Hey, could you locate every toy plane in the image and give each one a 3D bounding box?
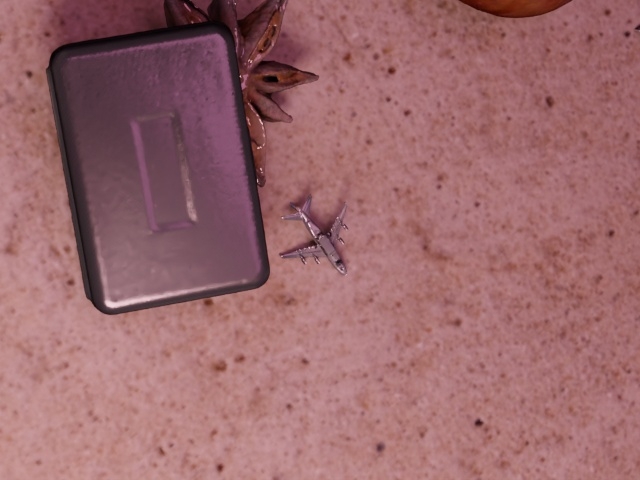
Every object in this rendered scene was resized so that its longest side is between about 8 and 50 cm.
[{"bbox_3d":[0.000,-0.001,1.654,0.078,0.024,0.084,-39,101,-9],"label":"toy plane"}]

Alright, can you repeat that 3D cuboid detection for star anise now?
[{"bbox_3d":[-0.083,-0.139,1.609,0.182,0.065,0.195,-23,102,-29],"label":"star anise"}]

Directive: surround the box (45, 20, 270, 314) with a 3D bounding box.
[{"bbox_3d":[-0.135,-0.061,1.531,0.160,0.050,0.230,-10,98,-9],"label":"box"}]

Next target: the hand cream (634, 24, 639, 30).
[{"bbox_3d":[0.430,-0.206,1.817,0.086,0.235,0.055,-32,124,-30],"label":"hand cream"}]

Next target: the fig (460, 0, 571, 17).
[{"bbox_3d":[0.192,-0.331,1.721,0.235,0.214,0.235,10,54,-14],"label":"fig"}]
